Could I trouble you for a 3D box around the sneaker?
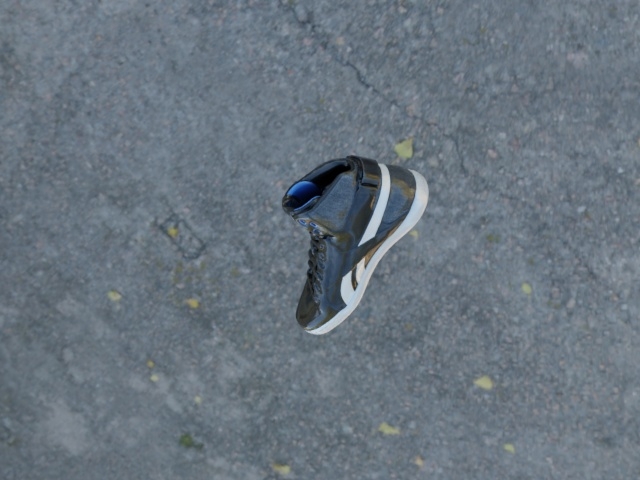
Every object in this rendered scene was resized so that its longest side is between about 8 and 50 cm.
[{"bbox_3d":[0.000,0.000,0.721,0.121,0.079,0.217,17,122,-29],"label":"sneaker"}]
